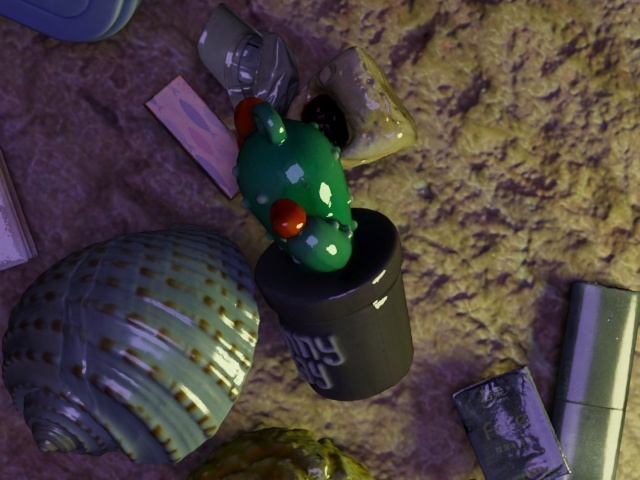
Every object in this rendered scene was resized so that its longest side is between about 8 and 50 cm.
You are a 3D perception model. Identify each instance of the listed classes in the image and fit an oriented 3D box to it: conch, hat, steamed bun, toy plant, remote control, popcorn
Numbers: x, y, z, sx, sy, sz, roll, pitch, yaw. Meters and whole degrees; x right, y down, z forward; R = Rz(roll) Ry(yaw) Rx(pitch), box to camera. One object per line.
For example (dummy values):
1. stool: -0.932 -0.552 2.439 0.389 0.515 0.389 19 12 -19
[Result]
1. conch: -0.237 0.105 1.104 0.215 0.303 0.319 31 69 -50
2. hat: -0.095 -0.230 1.215 0.166 0.081 0.122 45 126 8
3. steamed bun: 0.029 -0.150 1.192 0.155 0.172 0.141 -31 84 14
4. toy plant: 0.000 0.007 1.104 0.185 0.279 0.400 -11 121 13
5. remote control: 0.373 0.249 1.288 0.107 0.044 0.377 10 87 -13
6. popcorn: -0.050 0.364 1.156 0.282 0.247 0.282 0 95 4

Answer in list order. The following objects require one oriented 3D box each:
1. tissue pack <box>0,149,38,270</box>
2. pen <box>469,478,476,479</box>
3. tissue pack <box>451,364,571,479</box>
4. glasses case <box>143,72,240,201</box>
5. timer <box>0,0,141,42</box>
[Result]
1. tissue pack: -0.493 -0.103 1.163 0.170 0.071 0.325 -18 95 -4
2. pen: 0.184 0.426 1.289 0.053 0.032 0.197 16 92 -7
3. tissue pack: 0.259 0.261 1.257 0.112 0.051 0.156 -23 81 10
4. glasses case: -0.153 -0.135 1.218 0.064 0.041 0.170 -42 97 -5
5. timer: -0.338 -0.450 1.057 0.395 0.173 0.395 5 126 7
